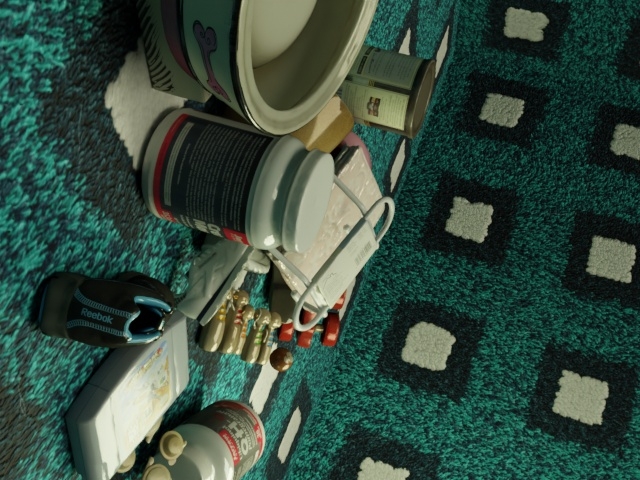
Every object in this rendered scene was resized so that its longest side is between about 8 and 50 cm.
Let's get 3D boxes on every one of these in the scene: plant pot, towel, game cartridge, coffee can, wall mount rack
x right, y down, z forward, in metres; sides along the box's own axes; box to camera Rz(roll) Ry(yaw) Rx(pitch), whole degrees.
[{"bbox_3d":[-0.105,-0.181,1.457,0.254,0.237,0.237,-55,163,-9],"label":"plant pot"},{"bbox_3d":[0.022,-0.023,1.809,0.332,0.053,0.317,-54,152,-13],"label":"towel"},{"bbox_3d":[-0.324,0.261,1.358,0.297,0.062,0.198,-52,157,-48],"label":"game cartridge"},{"bbox_3d":[0.132,-0.390,1.972,0.201,0.275,0.201,17,90,-77],"label":"coffee can"},{"bbox_3d":[0.000,0.000,1.616,0.350,0.130,0.304,-52,147,-17],"label":"wall mount rack"}]

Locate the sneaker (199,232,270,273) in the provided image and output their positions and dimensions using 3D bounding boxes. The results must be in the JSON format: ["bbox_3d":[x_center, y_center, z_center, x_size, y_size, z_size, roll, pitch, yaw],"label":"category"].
[{"bbox_3d":[-0.163,0.004,1.633,0.281,0.105,0.115,23,78,-79],"label":"sneaker"}]

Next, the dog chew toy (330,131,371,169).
[{"bbox_3d":[0.026,-0.170,2.015,0.332,0.206,0.207,82,27,-79],"label":"dog chew toy"}]

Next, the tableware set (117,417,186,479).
[{"bbox_3d":[-0.322,0.394,1.459,0.169,0.020,0.141,52,47,-25],"label":"tableware set"}]

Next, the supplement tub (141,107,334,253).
[{"bbox_3d":[-0.133,-0.096,1.264,0.191,0.272,0.191,17,90,-76],"label":"supplement tub"}]

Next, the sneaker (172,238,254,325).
[{"bbox_3d":[-0.191,0.043,1.457,0.235,0.095,0.090,-56,179,-1],"label":"sneaker"}]

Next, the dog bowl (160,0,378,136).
[{"bbox_3d":[-0.057,-0.358,1.059,0.408,0.150,0.408,-52,156,-34],"label":"dog bowl"}]

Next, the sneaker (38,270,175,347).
[{"bbox_3d":[-0.288,0.120,1.191,0.341,0.139,0.125,9,95,-78],"label":"sneaker"}]

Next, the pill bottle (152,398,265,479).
[{"bbox_3d":[-0.250,0.467,1.681,0.318,0.176,0.176,-15,121,-75],"label":"pill bottle"}]

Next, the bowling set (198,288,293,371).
[{"bbox_3d":[-0.141,0.204,1.787,0.287,0.200,0.154,51,55,-79],"label":"bowling set"}]

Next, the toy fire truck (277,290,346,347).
[{"bbox_3d":[-0.031,0.158,2.299,0.254,0.169,0.302,-102,-158,-65],"label":"toy fire truck"}]

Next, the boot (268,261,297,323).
[{"bbox_3d":[-0.090,0.064,2.085,0.115,0.112,0.305,-173,-84,-73],"label":"boot"}]

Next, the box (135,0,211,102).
[{"bbox_3d":[-0.196,-0.340,1.104,0.275,0.094,0.113,90,22,-49],"label":"box"}]
